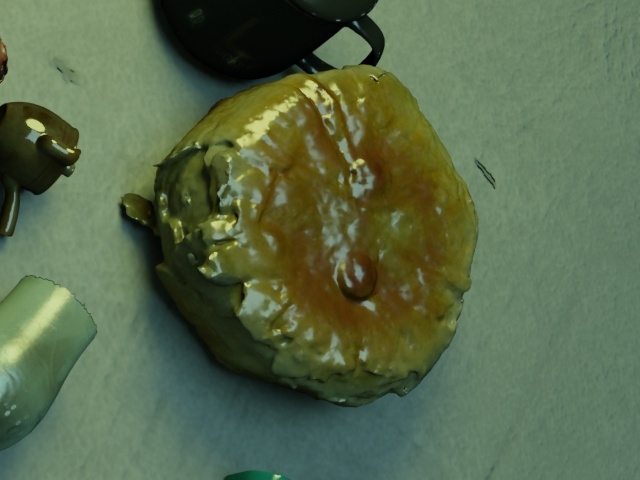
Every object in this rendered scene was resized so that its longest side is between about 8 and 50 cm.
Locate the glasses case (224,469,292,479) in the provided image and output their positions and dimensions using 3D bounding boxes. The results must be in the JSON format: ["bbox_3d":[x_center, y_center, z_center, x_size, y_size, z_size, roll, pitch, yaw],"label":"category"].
[{"bbox_3d":[-0.063,0.349,1.581,0.117,0.070,0.301,34,56,-28],"label":"glasses case"}]

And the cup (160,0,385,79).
[{"bbox_3d":[-0.024,-0.228,1.717,0.223,0.176,0.169,40,52,-22],"label":"cup"}]

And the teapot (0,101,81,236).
[{"bbox_3d":[-0.243,-0.057,1.554,0.080,0.085,0.110,34,78,-25],"label":"teapot"}]

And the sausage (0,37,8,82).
[{"bbox_3d":[-0.317,-0.156,1.521,0.141,0.076,0.076,15,68,-34],"label":"sausage"}]

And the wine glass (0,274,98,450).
[{"bbox_3d":[-0.259,0.120,1.473,0.093,0.093,0.202,50,52,-16],"label":"wine glass"}]

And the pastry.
[{"bbox_3d":[0.000,0.000,1.688,0.330,0.136,0.329,7,77,-36],"label":"pastry"}]
